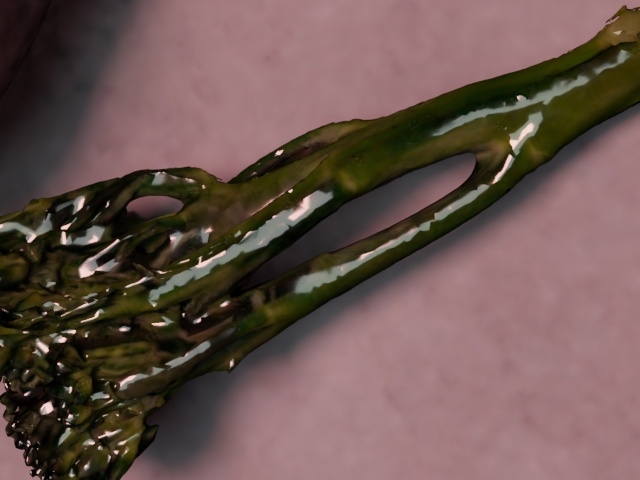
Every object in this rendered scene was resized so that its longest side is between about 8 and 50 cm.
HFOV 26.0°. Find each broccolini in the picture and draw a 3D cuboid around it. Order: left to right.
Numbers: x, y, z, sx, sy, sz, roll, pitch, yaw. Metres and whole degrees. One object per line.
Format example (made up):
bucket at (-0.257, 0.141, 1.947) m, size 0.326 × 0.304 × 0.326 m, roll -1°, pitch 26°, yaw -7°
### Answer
broccolini at (0.000, -0.004, 0.337) m, size 0.201 × 0.058 × 0.074 m, roll -23°, pitch 100°, yaw -1°

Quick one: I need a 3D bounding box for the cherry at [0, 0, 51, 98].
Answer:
cherry at (-0.139, -0.083, 0.315) m, size 0.176 × 0.140 × 0.176 m, roll -2°, pitch 86°, yaw 23°
